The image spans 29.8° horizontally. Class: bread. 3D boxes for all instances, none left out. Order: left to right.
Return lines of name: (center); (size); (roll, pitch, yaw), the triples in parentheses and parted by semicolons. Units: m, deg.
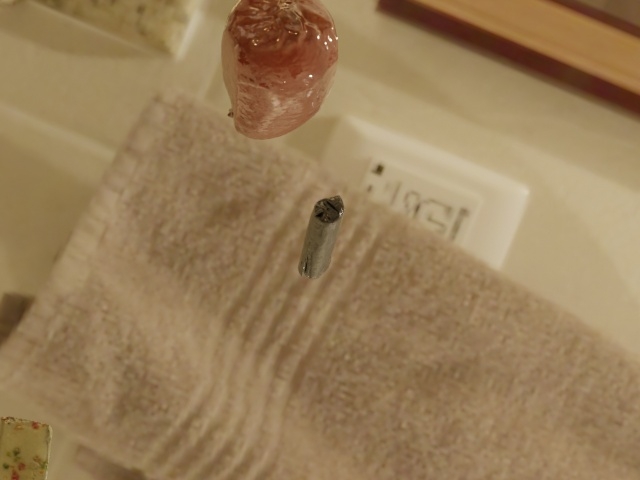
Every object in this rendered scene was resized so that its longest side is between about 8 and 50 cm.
bread: (-0.365, 0.286, 1.450); (0.028, 0.068, 0.154); (119, -22, -47)

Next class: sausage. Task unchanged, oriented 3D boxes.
sausage: (-0.053, -0.216, 1.460); (0.254, 0.148, 0.148); (101, 11, -73)

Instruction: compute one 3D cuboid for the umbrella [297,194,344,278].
umbrella: (0.001, -0.001, 1.208); (0.133, 0.036, 0.031); (108, -24, -59)
